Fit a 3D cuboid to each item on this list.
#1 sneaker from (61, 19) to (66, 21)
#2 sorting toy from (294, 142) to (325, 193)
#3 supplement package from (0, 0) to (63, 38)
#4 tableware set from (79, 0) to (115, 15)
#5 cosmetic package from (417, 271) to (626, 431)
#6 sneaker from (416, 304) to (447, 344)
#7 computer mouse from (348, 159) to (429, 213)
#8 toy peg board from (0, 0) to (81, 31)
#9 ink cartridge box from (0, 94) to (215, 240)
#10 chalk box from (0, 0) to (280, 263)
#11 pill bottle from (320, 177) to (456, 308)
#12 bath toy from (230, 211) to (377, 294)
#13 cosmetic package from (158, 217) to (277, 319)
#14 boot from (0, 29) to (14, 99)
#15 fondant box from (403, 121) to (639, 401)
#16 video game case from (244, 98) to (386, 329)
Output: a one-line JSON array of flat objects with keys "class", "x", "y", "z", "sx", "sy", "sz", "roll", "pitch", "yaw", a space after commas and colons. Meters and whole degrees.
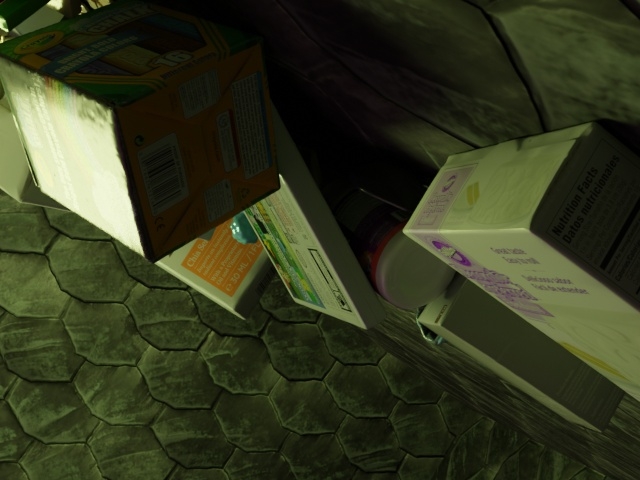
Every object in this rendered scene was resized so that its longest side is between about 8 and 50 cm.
[{"class": "sneaker", "x": -0.293, "y": -0.228, "z": 1.104, "sx": 0.271, "sy": 0.108, "sz": 0.100, "roll": 26, "pitch": -172, "yaw": 28}, {"class": "sorting toy", "x": -0.044, "y": -0.067, "z": 1.147, "sx": 0.208, "sy": 0.038, "sz": 0.193, "roll": 27, "pitch": 142, "yaw": 45}, {"class": "supplement package", "x": -0.377, "y": -0.315, "z": 0.915, "sx": 0.179, "sy": 0.105, "sz": 0.105, "roll": 32, "pitch": 172, "yaw": 8}, {"class": "tableware set", "x": -0.294, "y": -0.294, "z": 1.030, "sx": 0.168, "sy": 0.020, "sz": 0.141, "roll": 32, "pitch": 172, "yaw": 10}, {"class": "cosmetic package", "x": 0.250, "y": 0.108, "z": 0.964, "sx": 0.238, "sy": 0.127, "sz": 0.107, "roll": 35, "pitch": 172, "yaw": -3}, {"class": "sneaker", "x": 0.179, "y": 0.088, "z": 1.106, "sx": 0.104, "sy": 0.125, "sz": 0.262, "roll": 24, "pitch": 168, "yaw": 48}, {"class": "computer mouse", "x": 0.142, "y": -0.033, "z": 0.874, "sx": 0.242, "sy": 0.041, "sz": 0.071, "roll": 24, "pitch": -172, "yaw": 8}, {"class": "toy peg board", "x": -0.319, "y": -0.288, "z": 0.753, "sx": 0.160, "sy": 0.079, "sz": 0.161, "roll": 31, "pitch": 147, "yaw": 15}, {"class": "ink cartridge box", "x": -0.369, "y": -0.144, "z": 1.335, "sx": 0.279, "sy": 0.160, "sz": 0.384, "roll": 28, "pitch": -172, "yaw": 36}, {"class": "chalk box", "x": -0.208, "y": -0.137, "z": 0.863, "sx": 0.289, "sy": 0.179, "sz": 0.180, "roll": 28, "pitch": 138, "yaw": 37}, {"class": "pill bottle", "x": 0.069, "y": -0.006, "z": 0.985, "sx": 0.108, "sy": 0.108, "sz": 0.193, "roll": 39, "pitch": -179, "yaw": -38}, {"class": "bath toy", "x": 0.000, "y": 0.000, "z": 1.263, "sx": 0.348, "sy": 0.129, "sz": 0.151, "roll": 24, "pitch": 168, "yaw": 43}, {"class": "cosmetic package", "x": -0.291, "y": -0.054, "z": 1.695, "sx": 0.453, "sy": 0.230, "sz": 0.161, "roll": 31, "pitch": 171, "yaw": 9}, {"class": "boot", "x": -0.425, "y": -0.269, "z": 1.045, "sx": 0.262, "sy": 0.095, "sz": 0.203, "roll": 42, "pitch": -147, "yaw": 21}, {"class": "fondant box", "x": 0.258, "y": 0.046, "z": 0.680, "sx": 0.330, "sy": 0.096, "sz": 0.238, "roll": 36, "pitch": 172, "yaw": -12}, {"class": "video game case", "x": -0.056, "y": -0.052, "z": 1.026, "sx": 0.329, "sy": 0.036, "sz": 0.300, "roll": 61, "pitch": 166, "yaw": -10}]
